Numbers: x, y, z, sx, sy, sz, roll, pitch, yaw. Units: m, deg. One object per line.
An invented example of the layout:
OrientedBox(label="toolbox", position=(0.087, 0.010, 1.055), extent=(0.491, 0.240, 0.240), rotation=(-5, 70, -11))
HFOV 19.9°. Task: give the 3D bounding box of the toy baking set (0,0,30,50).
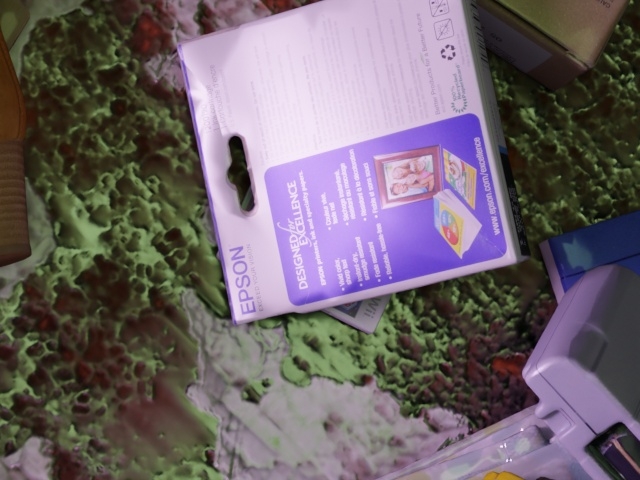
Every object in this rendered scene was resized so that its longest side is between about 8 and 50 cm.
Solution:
OrientedBox(label="toy baking set", position=(-0.235, -0.255, 1.251), extent=(0.196, 0.030, 0.256), rotation=(-31, 85, -10))

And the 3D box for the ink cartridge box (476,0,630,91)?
OrientedBox(label="ink cartridge box", position=(0.129, -0.251, 1.290), extent=(0.234, 0.088, 0.193), rotation=(33, 78, -5))

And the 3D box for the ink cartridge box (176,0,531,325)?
OrientedBox(label="ink cartridge box", position=(0.020, -0.062, 1.228), extent=(0.208, 0.045, 0.206), rotation=(-13, 83, 19))

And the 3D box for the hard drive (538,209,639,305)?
OrientedBox(label="hard drive", position=(0.303, 0.122, 1.291), extent=(0.210, 0.040, 0.319), rotation=(-17, 85, -14))

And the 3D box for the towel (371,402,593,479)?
OrientedBox(label="towel", position=(0.092, 0.324, 1.166), extent=(0.320, 0.090, 0.374), rotation=(-20, 75, -10))

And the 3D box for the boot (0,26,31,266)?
OrientedBox(label="boot", position=(-0.337, -0.065, 1.164), extent=(0.295, 0.104, 0.211), rotation=(-12, 80, -12))

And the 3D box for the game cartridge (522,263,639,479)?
OrientedBox(label="game cartridge", position=(0.256, 0.150, 1.165), extent=(0.060, 0.196, 0.294), rotation=(-42, 92, 23))

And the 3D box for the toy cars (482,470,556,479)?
OrientedBox(label="toy cars", position=(0.199, 0.311, 1.087), extent=(0.176, 0.087, 0.394), rotation=(-16, 75, -9))

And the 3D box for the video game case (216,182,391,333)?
OrientedBox(label="video game case", position=(0.000, 0.000, 1.265), extent=(0.122, 0.011, 0.087), rotation=(27, 77, -6))
